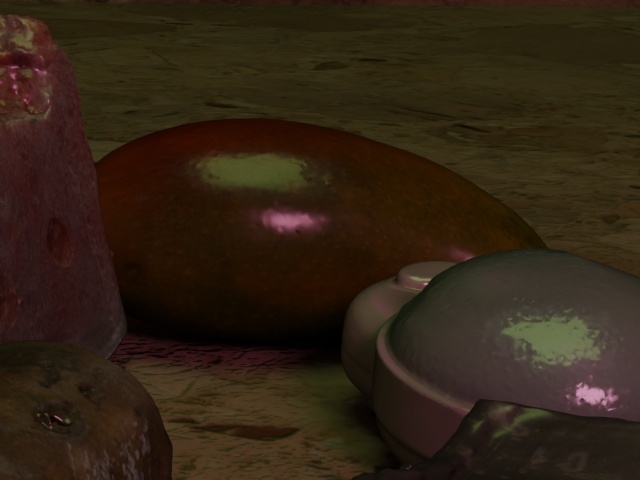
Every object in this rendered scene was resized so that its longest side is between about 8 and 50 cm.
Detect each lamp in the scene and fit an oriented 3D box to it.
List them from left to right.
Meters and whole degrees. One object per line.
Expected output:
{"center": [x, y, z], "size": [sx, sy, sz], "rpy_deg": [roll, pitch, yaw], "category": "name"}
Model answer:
{"center": [0.104, 0.056, 0.980], "size": [0.180, 0.108, 0.246], "rpy_deg": [-1, 14, -30], "category": "lamp"}

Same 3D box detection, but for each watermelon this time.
{"center": [-0.221, -0.035, 1.004], "size": [0.148, 0.226, 0.318], "rpy_deg": [2, -23, 25], "category": "watermelon"}

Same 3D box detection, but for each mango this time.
{"center": [-0.002, -0.001, 1.156], "size": [0.289, 0.129, 0.146], "rpy_deg": [8, 11, -14], "category": "mango"}

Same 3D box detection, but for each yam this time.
{"center": [-0.137, 0.110, 0.738], "size": [0.107, 0.107, 0.194], "rpy_deg": [7, 16, 15], "category": "yam"}

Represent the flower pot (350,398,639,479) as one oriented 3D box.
{"center": [0.071, 0.128, 0.702], "size": [0.108, 0.103, 0.229], "rpy_deg": [8, 16, 24], "category": "flower pot"}
